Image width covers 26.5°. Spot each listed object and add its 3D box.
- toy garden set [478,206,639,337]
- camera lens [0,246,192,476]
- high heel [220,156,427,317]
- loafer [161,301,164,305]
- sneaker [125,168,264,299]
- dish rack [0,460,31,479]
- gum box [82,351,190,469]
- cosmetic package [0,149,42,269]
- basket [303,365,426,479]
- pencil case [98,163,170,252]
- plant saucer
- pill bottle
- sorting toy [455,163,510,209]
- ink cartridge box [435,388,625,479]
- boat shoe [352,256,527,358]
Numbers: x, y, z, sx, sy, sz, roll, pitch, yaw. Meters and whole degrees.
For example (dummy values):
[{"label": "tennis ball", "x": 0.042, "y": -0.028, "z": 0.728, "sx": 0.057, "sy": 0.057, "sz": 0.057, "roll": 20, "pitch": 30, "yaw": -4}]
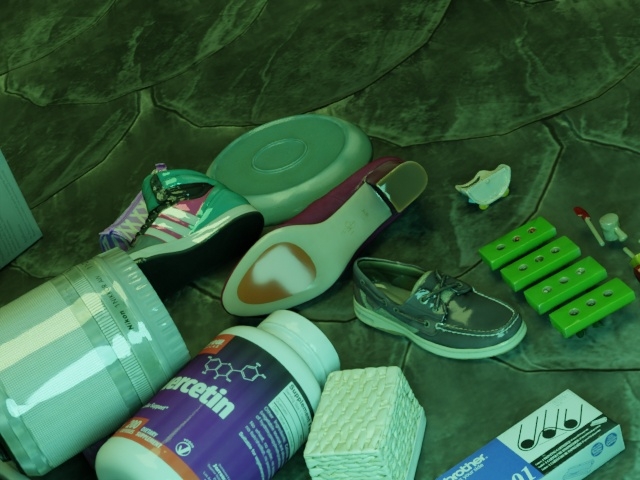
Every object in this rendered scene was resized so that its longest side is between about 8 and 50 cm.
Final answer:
[{"label": "toy garden set", "x": 0.367, "y": 0.036, "z": 1.891, "sx": 0.204, "sy": 0.049, "sz": 0.244, "roll": -28, "pitch": 33, "yaw": -8}, {"label": "camera lens", "x": -0.334, "y": 0.163, "z": 1.804, "sx": 0.274, "sy": 0.219, "sz": 0.219, "roll": -31, "pitch": 34, "yaw": -14}, {"label": "high heel", "x": 0.000, "y": 0.000, "z": 2.124, "sx": 0.377, "sy": 0.127, "sz": 0.181, "roll": -31, "pitch": 6, "yaw": -9}, {"label": "loafer", "x": -0.344, "y": 0.189, "z": 1.998, "sx": 0.095, "sy": 0.109, "sz": 0.302, "roll": 3, "pitch": 43, "yaw": 38}, {"label": "sneaker", "x": -0.260, "y": -0.020, "z": 2.199, "sx": 0.296, "sy": 0.123, "sz": 0.178, "roll": -27, "pitch": 51, "yaw": -23}, {"label": "dish rack", "x": -0.492, "y": 0.414, "z": 1.779, "sx": 0.285, "sy": 0.072, "sz": 0.333, "roll": -39, "pitch": 37, "yaw": -28}, {"label": "gum box", "x": -0.250, "y": 0.234, "z": 1.915, "sx": 0.107, "sy": 0.062, "sz": 0.188, "roll": -4, "pitch": 37, "yaw": 23}, {"label": "cosmetic package", "x": -0.697, "y": 0.008, "z": 2.349, "sx": 0.156, "sy": 0.217, "sz": 0.385, "roll": 16, "pitch": 45, "yaw": 42}, {"label": "basket", "x": 0.056, "y": 0.246, "z": 1.698, "sx": 0.113, "sy": 0.103, "sz": 0.167, "roll": -7, "pitch": 36, "yaw": 21}, {"label": "pencil case", "x": -0.297, "y": -0.042, "z": 2.320, "sx": 0.086, "sy": 0.088, "sz": 0.206, "roll": -1, "pitch": 39, "yaw": 27}, {"label": "plant saucer", "x": -0.066, "y": -0.135, "z": 2.373, "sx": 0.318, "sy": 0.043, "sz": 0.317, "roll": -15, "pitch": 33, "yaw": 10}, {"label": "pill bottle", "x": -0.121, "y": 0.234, "z": 1.738, "sx": 0.182, "sy": 0.181, "sz": 0.323, "roll": 13, "pitch": 46, "yaw": 41}, {"label": "sorting toy", "x": 0.250, "y": -0.087, "z": 2.138, "sx": 0.083, "sy": 0.044, "sz": 0.075, "roll": -31, "pitch": 27, "yaw": -15}, {"label": "ink cartridge box", "x": 0.249, "y": 0.266, "z": 1.619, "sx": 0.207, "sy": 0.046, "sz": 0.097, "roll": -32, "pitch": 34, "yaw": -17}, {"label": "boat shoe", "x": 0.152, "y": 0.086, "z": 1.887, "sx": 0.285, "sy": 0.092, "sz": 0.103, "roll": 16, "pitch": 47, "yaw": 42}]
